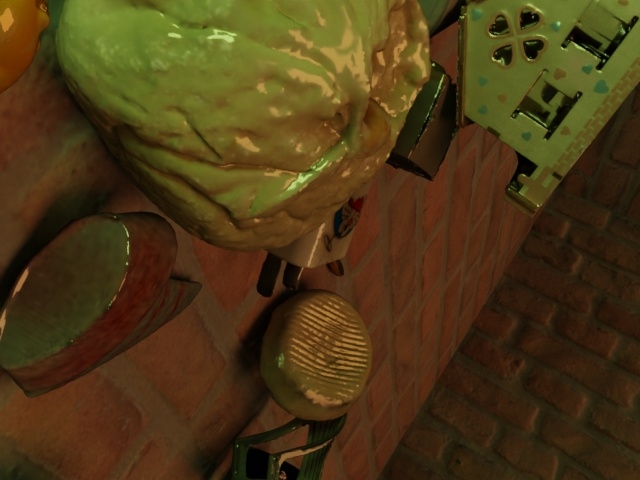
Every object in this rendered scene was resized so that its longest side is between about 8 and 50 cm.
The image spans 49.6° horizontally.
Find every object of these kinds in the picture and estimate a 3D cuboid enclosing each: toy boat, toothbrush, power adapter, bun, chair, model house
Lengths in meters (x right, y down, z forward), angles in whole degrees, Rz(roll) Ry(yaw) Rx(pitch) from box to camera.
[{"bbox_3d":[-0.199,0.069,0.705,0.206,0.096,0.282,-55,170,-1],"label":"toy boat"},{"bbox_3d":[-0.002,0.002,1.101,0.031,0.023,0.321,-54,156,-12],"label":"toothbrush"},{"bbox_3d":[-0.028,-0.023,0.879,0.130,0.125,0.204,-19,131,-60],"label":"power adapter"},{"bbox_3d":[-0.035,-0.148,0.596,0.349,0.227,0.352,-14,129,-64],"label":"bun"},{"bbox_3d":[-0.055,0.403,1.117,0.191,0.203,0.274,2,83,-23],"label":"chair"},{"bbox_3d":[0.288,-0.233,0.921,0.326,0.244,0.169,-58,170,26],"label":"model house"},{"bbox_3d":[-0.019,0.187,1.114,0.128,0.222,0.222,-28,-172,46],"label":"bun"}]

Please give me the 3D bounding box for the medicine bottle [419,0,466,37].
[{"bbox_3d":[0.200,-0.390,0.981,0.296,0.111,0.161,-40,163,-40],"label":"medicine bottle"}]

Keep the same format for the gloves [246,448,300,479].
[{"bbox_3d":[-0.122,0.539,1.263,0.197,0.153,0.300,48,46,-60],"label":"gloves"}]

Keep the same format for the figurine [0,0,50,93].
[{"bbox_3d":[-0.250,-0.120,0.321,0.246,0.131,0.156,15,62,-52],"label":"figurine"}]

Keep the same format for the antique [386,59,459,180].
[{"bbox_3d":[0.108,-0.181,0.966,0.147,0.152,0.147,-66,158,2],"label":"antique"}]
